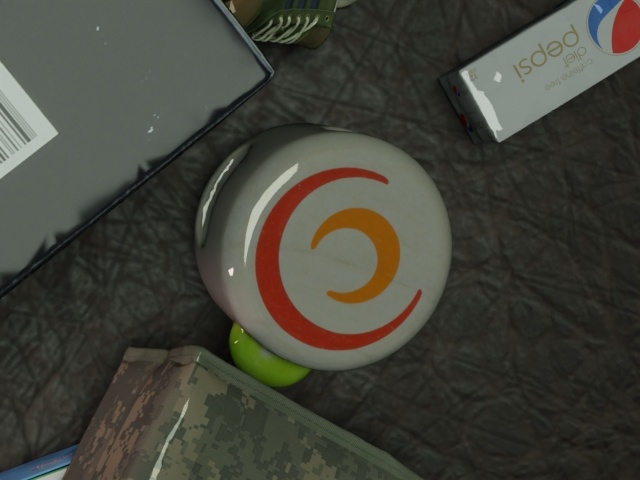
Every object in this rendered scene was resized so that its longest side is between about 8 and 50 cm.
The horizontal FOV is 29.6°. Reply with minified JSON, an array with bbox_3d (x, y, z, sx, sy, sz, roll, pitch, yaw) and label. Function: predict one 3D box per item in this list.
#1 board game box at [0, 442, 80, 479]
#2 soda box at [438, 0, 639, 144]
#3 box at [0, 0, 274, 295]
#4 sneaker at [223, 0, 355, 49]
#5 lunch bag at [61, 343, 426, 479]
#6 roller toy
[{"bbox_3d":[-0.258,0.360,1.003,0.242,0.064,0.317,-19,96,-9],"label":"board game box"},{"bbox_3d":[0.217,-0.168,1.063,0.216,0.069,0.074,-32,98,-8],"label":"soda box"},{"bbox_3d":[-0.232,-0.069,0.864,0.343,0.312,0.179,-39,99,-6],"label":"box"},{"bbox_3d":[-0.023,-0.191,0.983,0.086,0.064,0.192,58,41,-20],"label":"sneaker"},{"bbox_3d":[-0.062,0.245,0.955,0.287,0.169,0.235,34,69,-24],"label":"lunch bag"},{"bbox_3d":[0.000,0.000,0.993,0.209,0.146,0.191,-20,105,-14],"label":"roller toy"}]
